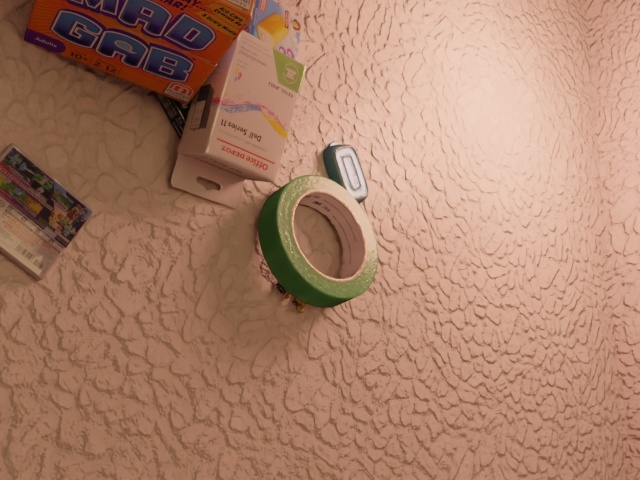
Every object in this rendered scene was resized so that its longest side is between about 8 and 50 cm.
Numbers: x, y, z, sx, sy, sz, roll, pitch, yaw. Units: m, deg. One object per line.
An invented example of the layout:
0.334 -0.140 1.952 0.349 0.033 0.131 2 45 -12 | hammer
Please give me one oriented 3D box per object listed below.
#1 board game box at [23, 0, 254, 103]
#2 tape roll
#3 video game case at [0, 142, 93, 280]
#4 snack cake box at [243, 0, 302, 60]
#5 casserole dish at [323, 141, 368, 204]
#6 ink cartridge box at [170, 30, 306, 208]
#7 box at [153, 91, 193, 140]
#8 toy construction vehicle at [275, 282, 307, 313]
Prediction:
-0.336 -0.557 1.549 0.356 0.356 0.356 19 64 -22 | board game box
0.000 0.000 1.884 0.321 0.077 0.321 21 56 -34 | tape roll
-0.556 -0.054 1.468 0.201 0.023 0.183 43 52 -22 | video game case
-0.140 -0.459 1.922 0.152 0.089 0.264 22 63 -34 | snack cake box
0.073 -0.176 2.062 0.114 0.037 0.188 -17 89 -43 | casserole dish
-0.181 -0.258 1.728 0.207 0.119 0.353 19 83 -42 | ink cartridge box
-0.297 -0.360 1.775 0.175 0.051 0.220 -37 102 -42 | box
-0.048 0.117 1.860 0.098 0.035 0.086 56 48 -14 | toy construction vehicle
